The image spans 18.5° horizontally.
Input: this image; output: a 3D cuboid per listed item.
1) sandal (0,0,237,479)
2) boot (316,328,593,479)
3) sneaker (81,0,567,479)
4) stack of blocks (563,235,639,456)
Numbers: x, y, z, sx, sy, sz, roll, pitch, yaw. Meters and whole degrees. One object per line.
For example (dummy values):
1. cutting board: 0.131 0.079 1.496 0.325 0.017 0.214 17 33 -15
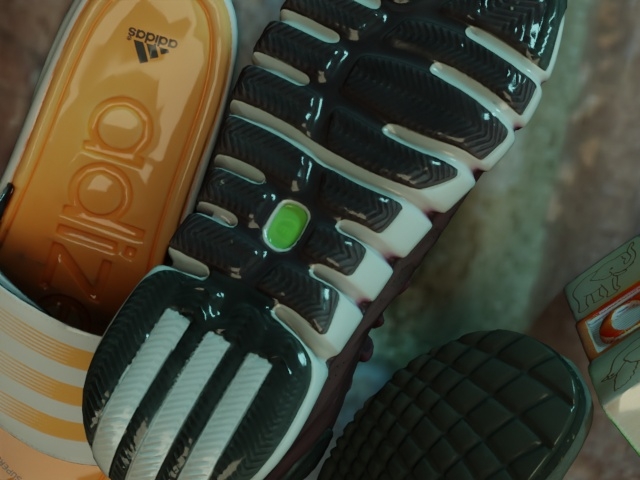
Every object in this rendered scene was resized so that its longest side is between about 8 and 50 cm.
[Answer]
1. sandal: -0.103 0.009 0.823 0.102 0.076 0.265 14 109 -6
2. boot: 0.065 0.143 0.856 0.161 0.083 0.246 13 121 -44
3. sneaker: 0.000 0.000 0.817 0.106 0.162 0.281 33 72 12
4. stack of blocks: 0.229 0.136 0.827 0.087 0.171 0.297 -35 106 10
